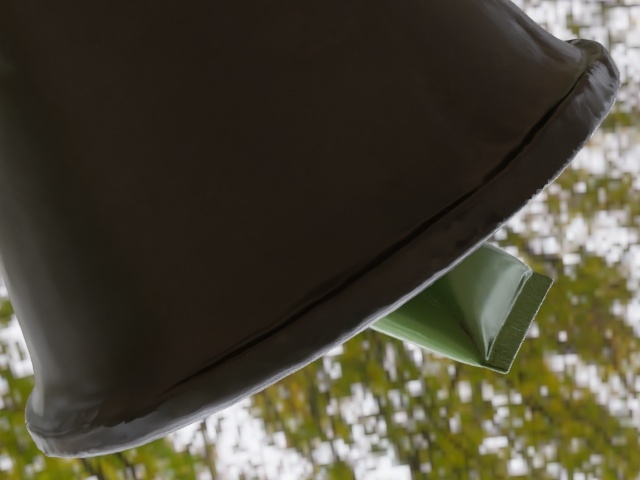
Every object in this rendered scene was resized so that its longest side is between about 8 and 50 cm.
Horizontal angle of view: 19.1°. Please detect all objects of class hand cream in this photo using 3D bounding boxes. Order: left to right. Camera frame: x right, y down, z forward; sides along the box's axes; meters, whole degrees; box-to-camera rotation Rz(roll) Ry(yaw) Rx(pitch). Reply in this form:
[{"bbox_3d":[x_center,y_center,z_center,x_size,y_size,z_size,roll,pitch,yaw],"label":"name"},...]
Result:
[{"bbox_3d":[0.000,0.000,0.736,0.175,0.046,0.095,24,-156,8],"label":"hand cream"}]

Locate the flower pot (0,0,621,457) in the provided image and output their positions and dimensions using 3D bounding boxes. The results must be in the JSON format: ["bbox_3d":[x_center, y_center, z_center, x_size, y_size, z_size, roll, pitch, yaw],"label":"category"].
[{"bbox_3d":[-0.039,-0.056,0.722,0.269,0.166,0.269,-33,-167,9],"label":"flower pot"}]
